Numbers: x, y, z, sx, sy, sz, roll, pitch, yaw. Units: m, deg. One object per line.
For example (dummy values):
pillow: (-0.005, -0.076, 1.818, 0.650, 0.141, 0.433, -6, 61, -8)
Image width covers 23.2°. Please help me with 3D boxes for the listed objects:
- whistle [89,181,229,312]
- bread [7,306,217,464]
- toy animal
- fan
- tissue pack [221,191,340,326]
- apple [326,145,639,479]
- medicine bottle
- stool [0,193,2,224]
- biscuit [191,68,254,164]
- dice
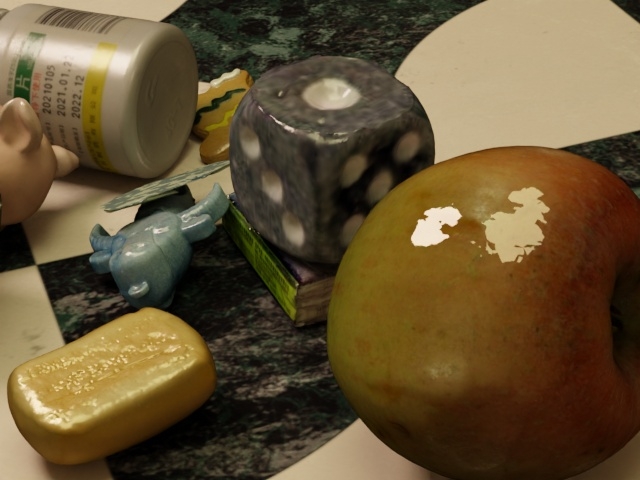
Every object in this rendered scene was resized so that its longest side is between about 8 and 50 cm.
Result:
whistle: (-0.197, -0.001, 1.868, 0.180, 0.093, 0.269, -19, 27, 12)
bread: (-0.215, 0.160, 1.624, 0.217, 0.098, 0.147, -23, 40, -24)
toy animal: (-0.464, -0.081, 1.925, 0.256, 0.195, 0.213, 16, 77, 9)
fan: (-0.189, -0.068, 1.925, 0.131, 0.009, 0.240, -6, 14, 40)
tissue pack: (0.000, 0.000, 1.872, 0.173, 0.073, 0.235, -16, 36, -19)
apple: (0.177, 0.078, 1.537, 0.305, 0.338, 0.338, -2, 28, 39)
medicine bottle: (-0.355, -0.210, 2.093, 0.339, 0.208, 0.208, 11, 36, 21)
stool: (-0.516, -0.025, 1.771, 0.264, 0.179, 0.179, 10, 35, 7)
biscuit: (-0.108, -0.163, 2.131, 0.158, 0.035, 0.240, -37, 42, -16)
dice: (0.012, -0.093, 1.782, 0.181, 0.183, 0.182, -22, 39, -30)
